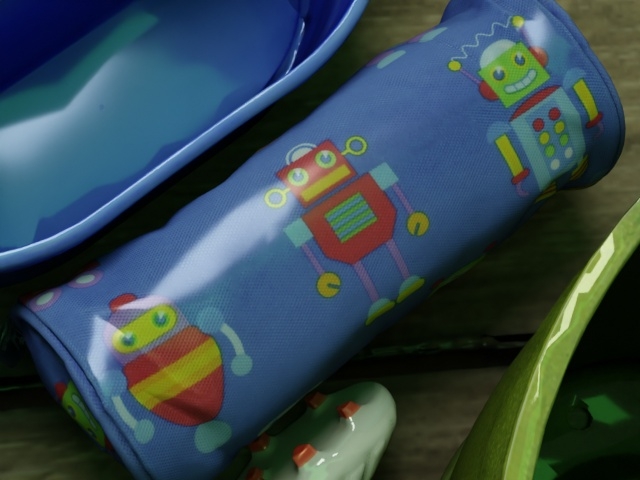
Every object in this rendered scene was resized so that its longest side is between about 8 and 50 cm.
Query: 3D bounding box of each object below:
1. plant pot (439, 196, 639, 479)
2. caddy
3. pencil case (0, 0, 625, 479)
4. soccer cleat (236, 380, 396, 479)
[{"bbox_3d":[0.195,0.145,0.632,0.367,0.353,0.366,2,80,-10],"label":"plant pot"},{"bbox_3d":[-0.131,-0.126,0.710,0.341,0.179,0.241,-38,89,-16],"label":"caddy"},{"bbox_3d":[0.000,0.000,0.736,0.306,0.133,0.119,-36,84,-16],"label":"pencil case"},{"bbox_3d":[-0.023,0.153,0.742,0.076,0.068,0.196,47,72,-20],"label":"soccer cleat"}]
